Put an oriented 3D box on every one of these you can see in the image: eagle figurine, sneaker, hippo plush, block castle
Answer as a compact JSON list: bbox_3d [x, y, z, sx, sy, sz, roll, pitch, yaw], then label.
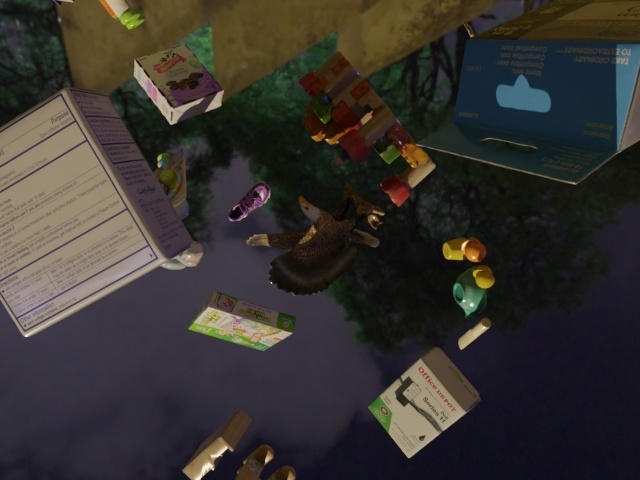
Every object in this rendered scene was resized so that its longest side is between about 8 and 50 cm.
[{"bbox_3d":[-0.008,-0.008,1.429,0.298,0.226,0.225,-42,-97,-1],"label":"eagle figurine"},{"bbox_3d":[-0.226,-0.116,1.869,0.068,0.170,0.071,44,-166,-9],"label":"sneaker"},{"bbox_3d":[-0.529,-0.034,1.997,0.294,0.234,0.237,-8,-105,20],"label":"hippo plush"},{"bbox_3d":[0.109,-0.323,1.715,0.212,0.303,0.453,-40,-138,13],"label":"block castle"}]

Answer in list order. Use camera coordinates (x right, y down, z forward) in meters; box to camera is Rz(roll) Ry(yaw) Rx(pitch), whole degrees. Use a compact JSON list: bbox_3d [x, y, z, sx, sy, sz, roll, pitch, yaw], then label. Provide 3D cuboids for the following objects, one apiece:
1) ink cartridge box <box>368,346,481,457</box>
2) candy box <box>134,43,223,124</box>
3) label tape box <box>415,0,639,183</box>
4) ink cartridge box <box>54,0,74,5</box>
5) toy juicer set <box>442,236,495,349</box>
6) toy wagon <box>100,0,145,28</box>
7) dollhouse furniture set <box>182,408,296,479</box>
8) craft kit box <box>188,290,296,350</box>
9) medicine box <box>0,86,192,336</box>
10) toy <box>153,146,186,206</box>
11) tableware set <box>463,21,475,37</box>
[{"bbox_3d":[0.232,0.365,1.331,0.153,0.208,0.086,49,-147,19],"label":"ink cartridge box"},{"bbox_3d":[-0.393,-0.435,1.630,0.164,0.070,0.196,-31,-107,-31],"label":"candy box"},{"bbox_3d":[0.305,-0.204,0.696,0.333,0.106,0.240,-29,-149,-23],"label":"label tape box"},{"bbox_3d":[-0.516,-0.576,1.126,0.069,0.176,0.371,11,-174,-10],"label":"ink cartridge box"},{"bbox_3d":[0.449,0.144,1.676,0.089,0.329,0.209,-5,173,-15],"label":"toy juicer set"},{"bbox_3d":[-0.549,-0.660,1.453,0.068,0.267,0.344,-34,-161,-1],"label":"toy wagon"},{"bbox_3d":[-0.165,0.539,1.349,0.242,0.161,0.212,44,-155,-1],"label":"dollhouse furniture set"},{"bbox_3d":[-0.230,0.237,1.687,0.246,0.250,0.061,22,-119,-15],"label":"craft kit box"},{"bbox_3d":[-0.396,-0.047,0.922,0.263,0.289,0.149,-28,-173,8],"label":"medicine box"},{"bbox_3d":[-0.433,-0.163,1.608,0.136,0.056,0.237,-35,-142,18],"label":"toy"},{"bbox_3d":[0.311,-0.330,1.129,0.020,0.169,0.141,-24,-131,18],"label":"tableware set"}]
